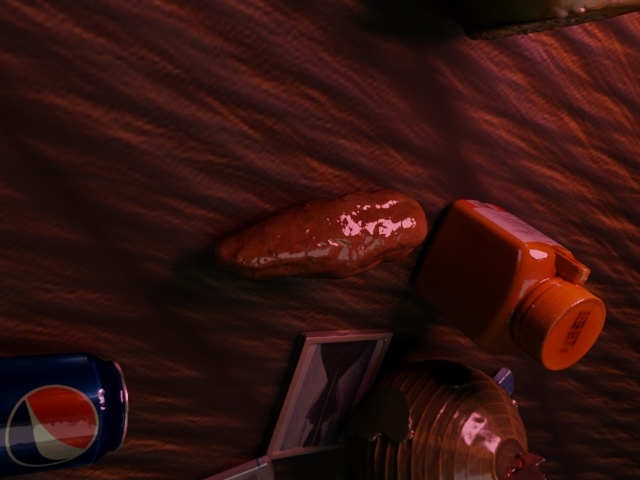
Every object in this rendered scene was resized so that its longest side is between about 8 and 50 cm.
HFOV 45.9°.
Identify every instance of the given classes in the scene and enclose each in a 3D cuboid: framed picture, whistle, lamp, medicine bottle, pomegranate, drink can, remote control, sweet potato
[{"bbox_3d":[0.009,0.210,1.034,0.150,0.015,0.203,3,116,-36],"label":"framed picture"},{"bbox_3d":[0.279,0.280,1.191,0.158,0.090,0.090,-40,134,-24],"label":"whistle"},{"bbox_3d":[0.175,0.285,1.012,0.250,0.284,0.250,2,87,-39],"label":"lamp"},{"bbox_3d":[0.237,0.058,0.950,0.112,0.222,0.150,8,113,-37],"label":"medicine bottle"},{"bbox_3d":[0.248,-0.295,0.767,0.240,0.190,0.159,-10,99,-27],"label":"pomegranate"},{"bbox_3d":[-0.298,0.170,0.737,0.204,0.118,0.118,1,117,-36],"label":"drink can"},{"bbox_3d":[-0.121,0.327,1.011,0.124,0.018,0.053,-19,129,-13],"label":"remote control"},{"bbox_3d":[0.000,0.000,0.847,0.251,0.097,0.097,-13,124,-22],"label":"sweet potato"}]
